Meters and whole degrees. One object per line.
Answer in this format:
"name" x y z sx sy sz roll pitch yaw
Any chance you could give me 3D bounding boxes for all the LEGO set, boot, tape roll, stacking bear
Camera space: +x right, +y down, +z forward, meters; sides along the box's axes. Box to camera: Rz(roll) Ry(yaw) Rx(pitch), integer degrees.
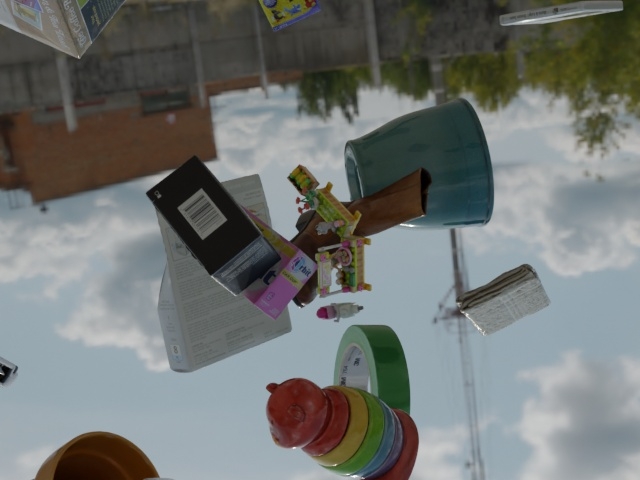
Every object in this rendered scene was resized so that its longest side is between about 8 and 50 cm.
"LEGO set" 0.000 0.000 1.690 0.107 0.287 0.132 -13 175 -41
"boot" 0.075 -0.003 1.824 0.281 0.096 0.264 -19 -154 27
"tape roll" 0.110 0.350 2.230 0.077 0.321 0.321 2 -170 -17
"stacking bear" 0.023 0.322 1.692 0.289 0.164 0.175 31 -170 -39

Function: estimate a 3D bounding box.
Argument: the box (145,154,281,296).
"box" -0.148 -0.018 1.401 0.093 0.156 0.158 -39 165 -3

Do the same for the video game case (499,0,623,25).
"video game case" 0.388 -0.366 1.587 0.143 0.019 0.157 -1 -170 39

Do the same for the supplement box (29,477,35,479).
"supplement box" -0.528 0.474 1.822 0.062 0.036 0.098 28 -159 27

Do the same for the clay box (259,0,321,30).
"clay box" -0.096 -0.606 2.290 0.127 0.222 0.053 -24 -133 6

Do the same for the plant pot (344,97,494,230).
"plant pot" 0.190 -0.136 2.029 0.255 0.271 0.271 -12 -167 -8

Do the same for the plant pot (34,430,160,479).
"plant pot" -0.370 0.418 1.492 0.188 0.205 0.205 -34 176 34

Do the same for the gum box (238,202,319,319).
"gum box" -0.106 0.026 1.536 0.188 0.107 0.062 36 175 41

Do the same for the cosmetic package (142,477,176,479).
"cosmetic package" -0.148 0.416 1.373 0.231 0.085 0.117 21 174 19

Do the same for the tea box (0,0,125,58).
"tea box" -0.462 -0.568 1.746 0.220 0.329 0.323 24 -114 13

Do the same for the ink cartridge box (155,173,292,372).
"ink cartridge box" -0.233 0.067 2.213 0.308 0.384 0.091 -18 -171 -42

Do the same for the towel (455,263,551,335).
"towel" 0.419 0.137 2.248 0.187 0.049 0.282 -27 154 10

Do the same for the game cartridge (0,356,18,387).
"game cartridge" -0.669 0.186 1.783 0.198 0.062 0.297 24 165 4
